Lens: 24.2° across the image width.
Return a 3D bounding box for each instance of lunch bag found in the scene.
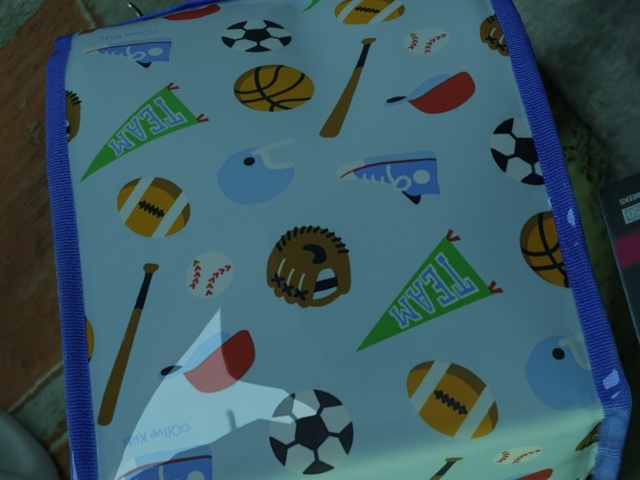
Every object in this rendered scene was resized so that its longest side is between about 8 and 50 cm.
[{"bbox_3d":[0.000,0.000,0.976,0.328,0.239,0.385,-12,63,0],"label":"lunch bag"}]

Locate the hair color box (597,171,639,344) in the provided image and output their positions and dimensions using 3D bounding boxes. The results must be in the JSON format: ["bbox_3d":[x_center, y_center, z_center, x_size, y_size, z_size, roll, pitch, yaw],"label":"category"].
[{"bbox_3d":[0.279,0.093,0.764,0.185,0.113,0.374,-23,40,16],"label":"hair color box"}]

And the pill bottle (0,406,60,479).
[{"bbox_3d":[-0.384,0.284,1.245,0.334,0.188,0.188,-51,46,7],"label":"pill bottle"}]

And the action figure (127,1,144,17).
[{"bbox_3d":[-0.081,-0.067,1.210,0.164,0.141,0.276,-40,64,20],"label":"action figure"}]
